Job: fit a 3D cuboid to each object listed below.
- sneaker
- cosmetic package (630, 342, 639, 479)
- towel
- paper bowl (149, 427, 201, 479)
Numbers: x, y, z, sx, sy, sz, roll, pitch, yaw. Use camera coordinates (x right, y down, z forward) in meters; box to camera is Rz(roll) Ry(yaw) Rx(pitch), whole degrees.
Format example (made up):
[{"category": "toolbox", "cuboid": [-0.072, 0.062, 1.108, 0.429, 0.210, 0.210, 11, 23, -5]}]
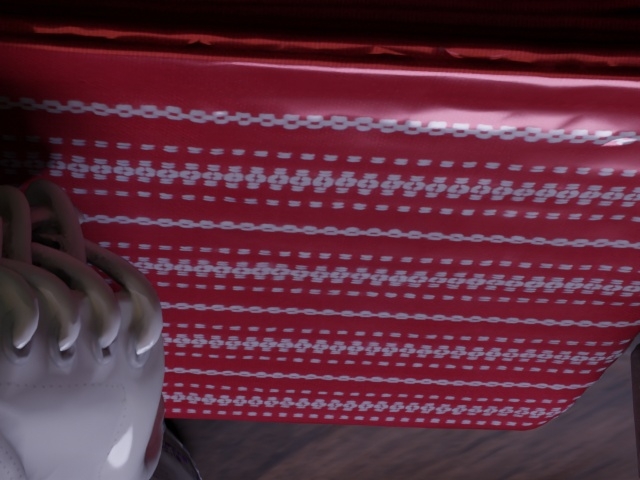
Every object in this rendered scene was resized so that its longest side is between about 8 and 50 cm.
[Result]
[{"category": "sneaker", "cuboid": [-0.084, 0.021, 0.352, 0.091, 0.094, 0.258, -37, 172, -8]}, {"category": "cosmetic package", "cuboid": [0.219, 0.088, 0.510, 0.238, 0.127, 0.107, -4, 171, 18]}, {"category": "towel", "cuboid": [0.000, 0.000, 0.452, 0.198, 0.031, 0.275, 3, 158, -5]}, {"category": "paper bowl", "cuboid": [-0.174, 0.178, 0.647, 0.284, 0.148, 0.284, -10, 149, -6]}]
